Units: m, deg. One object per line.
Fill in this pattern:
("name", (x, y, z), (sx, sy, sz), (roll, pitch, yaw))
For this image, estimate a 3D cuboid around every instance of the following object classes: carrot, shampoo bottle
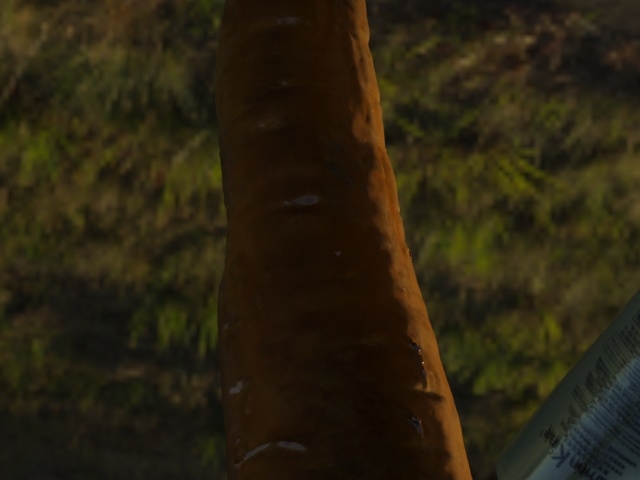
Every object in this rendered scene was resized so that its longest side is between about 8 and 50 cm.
("carrot", (0.000, 0.000, 0.430), (0.061, 0.210, 0.061), (-6, 159, -2))
("shampoo bottle", (0.180, 0.099, 1.044), (0.085, 0.085, 0.262), (20, 116, -38))
